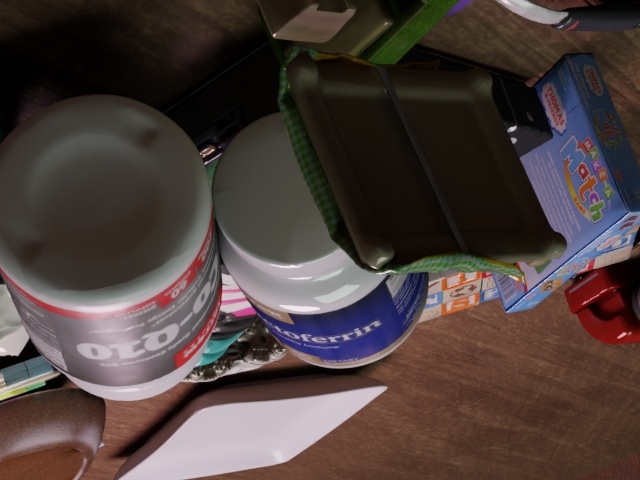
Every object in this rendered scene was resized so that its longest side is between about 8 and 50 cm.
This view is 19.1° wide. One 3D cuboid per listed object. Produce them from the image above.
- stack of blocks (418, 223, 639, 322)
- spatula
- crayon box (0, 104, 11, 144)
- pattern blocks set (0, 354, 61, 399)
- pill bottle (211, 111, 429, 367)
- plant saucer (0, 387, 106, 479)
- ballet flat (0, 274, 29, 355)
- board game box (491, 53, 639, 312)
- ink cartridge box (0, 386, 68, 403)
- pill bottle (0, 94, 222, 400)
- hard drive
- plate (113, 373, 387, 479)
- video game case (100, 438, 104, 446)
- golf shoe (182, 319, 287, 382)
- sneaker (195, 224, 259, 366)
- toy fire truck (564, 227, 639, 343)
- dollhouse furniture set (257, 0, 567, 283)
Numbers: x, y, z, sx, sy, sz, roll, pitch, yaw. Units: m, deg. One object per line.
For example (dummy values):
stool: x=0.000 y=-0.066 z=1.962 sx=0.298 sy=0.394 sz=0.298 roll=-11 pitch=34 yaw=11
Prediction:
stack of blocks: x=0.170 y=-0.004 z=1.940 sx=0.297 sy=0.087 sz=0.171 roll=-17 pitch=160 yaw=-2
spatula: x=0.177 y=-0.189 z=1.543 sx=0.296 sy=0.030 sz=0.084 roll=1 pitch=153 yaw=-44
crayon box: x=-0.363 y=-0.034 z=1.407 sx=0.278 sy=0.081 sz=0.165 roll=-16 pitch=160 yaw=-6
pattern blocks set: x=-0.330 y=0.149 z=1.858 sx=0.285 sy=0.026 sz=0.325 roll=-20 pitch=178 yaw=4
pill bottle: x=0.000 y=0.000 z=1.526 sx=0.153 sy=0.153 sz=0.264 roll=-19 pitch=159 yaw=3
plant saucer: x=-0.354 y=0.256 z=1.971 sx=0.310 sy=0.050 sz=0.310 roll=-26 pitch=159 yaw=-11
ballet flat: x=-0.314 y=0.072 z=1.707 sx=0.280 sy=0.096 sz=0.095 roll=-31 pitch=154 yaw=30
board game box: x=0.210 y=-0.049 z=1.750 sx=0.039 sy=0.160 sz=0.211 roll=-7 pitch=158 yaw=-30
ink cartridge box: x=-0.368 y=0.227 z=2.072 sx=0.198 sy=0.067 sz=0.115 roll=-15 pitch=166 yaw=-39
pill bottle: x=-0.155 y=0.019 z=1.429 sx=0.161 sy=0.161 sz=0.283 roll=-16 pitch=160 yaw=-6
hard drive: x=0.015 y=-0.084 z=1.632 sx=0.237 sy=0.064 sz=0.339 roll=-31 pitch=157 yaw=32
plate: x=-0.097 y=0.233 z=2.398 sx=0.277 sy=0.045 sz=0.278 roll=-5 pitch=156 yaw=-35
video game case: x=-0.332 y=0.256 z=2.302 sx=0.087 sy=0.011 sz=0.122 roll=-28 pitch=158 yaw=24
golf shoe: x=-0.124 y=0.129 z=2.074 sx=0.176 sy=0.069 sz=0.086 roll=-3 pitch=161 yaw=-34
sneaker: x=-0.128 y=0.033 z=1.745 sx=0.178 sy=0.124 sz=0.295 roll=-37 pitch=155 yaw=21
toy fire truck: x=0.402 y=0.067 z=2.096 sx=0.158 sy=0.246 sz=0.217 roll=-1 pitch=154 yaw=-39
dollhouse furniture set: x=0.010 y=-0.079 z=1.287 sx=0.197 sy=0.301 sz=0.151 roll=-1 pitch=152 yaw=-45
